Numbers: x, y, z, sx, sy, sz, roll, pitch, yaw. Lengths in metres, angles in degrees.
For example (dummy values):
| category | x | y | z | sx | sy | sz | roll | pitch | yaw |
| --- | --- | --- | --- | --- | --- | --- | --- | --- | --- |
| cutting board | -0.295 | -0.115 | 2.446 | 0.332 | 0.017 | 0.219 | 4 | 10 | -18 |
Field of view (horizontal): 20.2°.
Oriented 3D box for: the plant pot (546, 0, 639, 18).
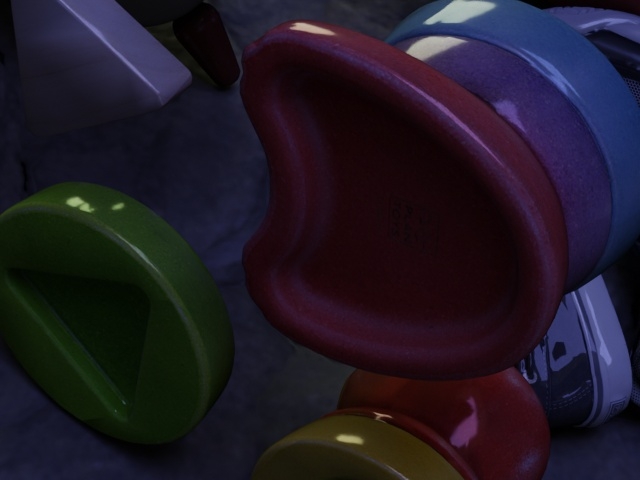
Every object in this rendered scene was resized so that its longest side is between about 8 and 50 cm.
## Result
| category | x | y | z | sx | sy | sz | roll | pitch | yaw |
| --- | --- | --- | --- | --- | --- | --- | --- | --- | --- |
| plant pot | 0.216 | -0.218 | 1.018 | 0.275 | 0.275 | 0.243 | -37 | 81 | -32 |

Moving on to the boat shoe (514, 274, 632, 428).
| category | x | y | z | sx | sy | sz | roll | pitch | yaw |
| --- | --- | --- | --- | --- | --- | --- | --- | --- | --- |
| boat shoe | 0.085 | -0.003 | 0.938 | 0.076 | 0.080 | 0.228 | -9 | 67 | -22 |

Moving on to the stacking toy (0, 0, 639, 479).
| category | x | y | z | sx | sy | sz | roll | pitch | yaw |
| --- | --- | --- | --- | --- | --- | --- | --- | --- | --- |
| stacking toy | 0.000 | 0.000 | 0.793 | 0.280 | 0.309 | 0.130 | 30 | 45 | 19 |

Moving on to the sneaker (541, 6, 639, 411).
| category | x | y | z | sx | sy | sz | roll | pitch | yaw |
| --- | --- | --- | --- | --- | --- | --- | --- | --- | --- |
| sneaker | 0.183 | -0.005 | 0.936 | 0.268 | 0.101 | 0.153 | 39 | 52 | 5 |

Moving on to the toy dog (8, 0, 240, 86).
| category | x | y | z | sx | sy | sz | roll | pitch | yaw |
| --- | --- | --- | --- | --- | --- | --- | --- | --- | --- |
| toy dog | -0.076 | -0.142 | 0.877 | 0.161 | 0.220 | 0.333 | 54 | 13 | -10 |
